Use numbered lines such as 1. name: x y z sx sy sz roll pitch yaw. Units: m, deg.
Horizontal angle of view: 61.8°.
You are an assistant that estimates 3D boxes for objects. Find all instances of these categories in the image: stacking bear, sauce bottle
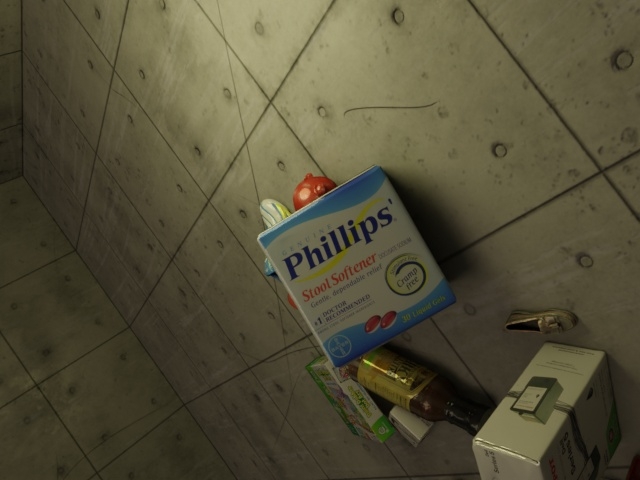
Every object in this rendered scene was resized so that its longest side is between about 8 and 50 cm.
1. stacking bear: 0.000 0.000 1.182 0.175 0.164 0.289 -121 28 -65
2. sauce bottle: 0.224 0.342 1.234 0.344 0.111 0.112 18 130 38

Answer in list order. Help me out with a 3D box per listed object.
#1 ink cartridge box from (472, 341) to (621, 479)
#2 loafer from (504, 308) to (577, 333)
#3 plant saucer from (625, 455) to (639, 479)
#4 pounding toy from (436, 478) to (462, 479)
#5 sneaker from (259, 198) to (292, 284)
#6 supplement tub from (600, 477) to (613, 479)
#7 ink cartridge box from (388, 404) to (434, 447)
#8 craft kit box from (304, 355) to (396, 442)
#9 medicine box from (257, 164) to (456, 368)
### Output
1. ink cartridge box: 0.388 0.334 0.896 0.114 0.272 0.199 3 120 48
2. loafer: 0.389 0.150 0.951 0.125 0.039 0.045 -9 110 52
3. plant saucer: 0.569 0.525 0.847 0.259 0.258 0.048 42 134 18
4. pounding toy: 0.342 0.687 1.362 0.141 0.130 0.100 42 130 18
5. sneaker: -0.102 0.015 1.334 0.240 0.126 0.091 55 144 0
6. supplement tub: 0.517 0.559 0.986 0.144 0.199 0.145 29 137 31
7. ink cartridge box: 0.222 0.451 1.327 0.099 0.056 0.135 39 162 23
8. craft kit box: 0.073 0.427 1.465 0.247 0.060 0.250 56 160 5
9. medicine box: 0.068 0.044 1.026 0.289 0.263 0.149 59 -174 -5
